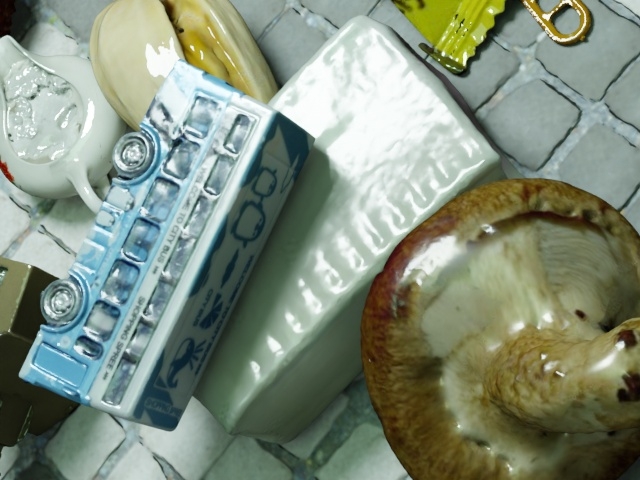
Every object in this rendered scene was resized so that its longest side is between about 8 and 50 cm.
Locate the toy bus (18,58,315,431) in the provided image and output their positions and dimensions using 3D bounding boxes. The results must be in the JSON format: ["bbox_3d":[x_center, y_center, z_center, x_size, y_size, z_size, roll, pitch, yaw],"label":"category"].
[{"bbox_3d":[-0.128,0.008,1.466,0.131,0.106,0.297,24,87,26],"label":"toy bus"}]

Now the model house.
[{"bbox_3d":[-0.325,0.143,1.640,0.176,0.181,0.248,13,79,29],"label":"model house"}]

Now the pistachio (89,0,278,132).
[{"bbox_3d":[-0.126,-0.147,1.657,0.157,0.157,0.229,-38,65,11],"label":"pistachio"}]

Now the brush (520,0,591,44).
[{"bbox_3d":[0.154,-0.293,1.635,0.090,0.017,0.314,-42,62,12],"label":"brush"}]

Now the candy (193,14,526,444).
[{"bbox_3d":[-0.001,-0.001,1.548,0.359,0.145,0.208,-46,62,7],"label":"candy"}]

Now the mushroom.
[{"bbox_3d":[0.158,0.078,1.384,0.267,0.254,0.267,-1,63,2],"label":"mushroom"}]

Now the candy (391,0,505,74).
[{"bbox_3d":[0.063,-0.303,1.639,0.297,0.081,0.187,37,110,20],"label":"candy"}]

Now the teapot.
[{"bbox_3d":[-0.252,-0.104,1.733,0.145,0.092,0.226,-42,62,12],"label":"teapot"}]

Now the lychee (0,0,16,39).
[{"bbox_3d":[-0.437,-0.268,1.795,0.271,0.236,0.236,19,83,40],"label":"lychee"}]
